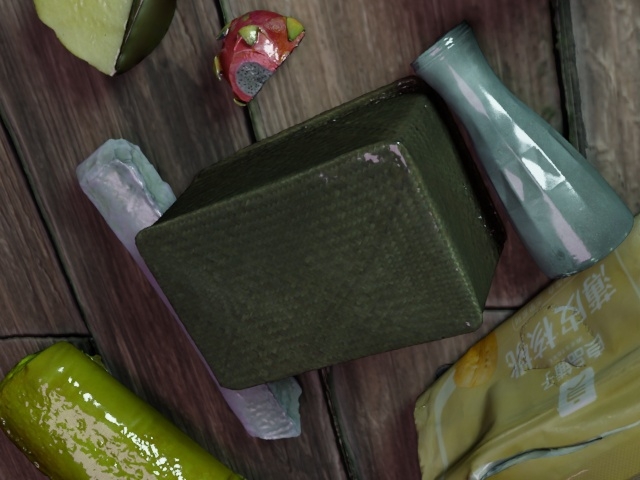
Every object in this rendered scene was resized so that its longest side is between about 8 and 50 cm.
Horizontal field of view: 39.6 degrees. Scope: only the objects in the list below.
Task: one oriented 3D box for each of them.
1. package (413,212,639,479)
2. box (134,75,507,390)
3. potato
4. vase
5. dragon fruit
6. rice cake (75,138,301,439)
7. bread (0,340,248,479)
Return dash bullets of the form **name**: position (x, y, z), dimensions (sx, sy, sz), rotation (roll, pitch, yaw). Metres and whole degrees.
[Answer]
- **package**: position (0.213, 0.158, 0.750), dimensions (0.311, 0.165, 0.221), rotation (-45, 74, 36)
- **box**: position (0.001, -0.001, 0.785), dimensions (0.273, 0.143, 0.184), rotation (-18, 111, 29)
- **potato**: position (-0.192, -0.211, 0.786), dimensions (0.103, 0.066, 0.096), rotation (34, 112, 6)
- **vase**: position (0.157, -0.075, 0.718), dimensions (0.086, 0.086, 0.214), rotation (-34, 98, 34)
- **dragon fruit**: position (-0.061, -0.163, 0.765), dimensions (0.060, 0.056, 0.083), rotation (44, 127, -8)
- **rice cake**: position (-0.126, 0.056, 0.921), dimensions (0.072, 0.056, 0.365), rotation (-25, 108, 26)
- **bread**: position (-0.225, 0.280, 1.061), dimensions (0.383, 0.112, 0.166), rotation (40, 126, -3)
